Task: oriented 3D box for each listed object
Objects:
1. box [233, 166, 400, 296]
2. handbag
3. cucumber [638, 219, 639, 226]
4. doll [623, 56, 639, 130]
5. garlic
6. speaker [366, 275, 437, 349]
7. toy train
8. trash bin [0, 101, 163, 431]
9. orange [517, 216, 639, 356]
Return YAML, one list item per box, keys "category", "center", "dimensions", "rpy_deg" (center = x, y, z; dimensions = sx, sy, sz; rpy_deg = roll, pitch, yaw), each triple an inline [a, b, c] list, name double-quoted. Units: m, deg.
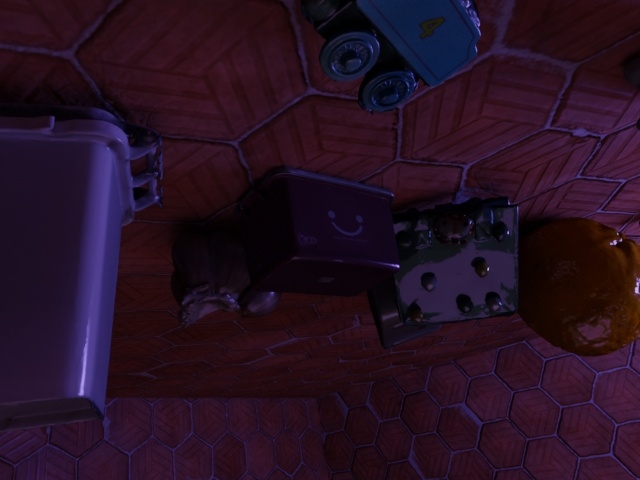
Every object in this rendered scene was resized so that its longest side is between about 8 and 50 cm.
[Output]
- category: "box"
  center: [0.000, 0.000, 0.910]
  dimensions: [0.294, 0.167, 0.193]
  rpy_deg: [8, 152, -34]
- category: "handbag"
  center: [0.278, 0.057, 1.035]
  dimensions: [0.268, 0.100, 0.274]
  rpy_deg: [-6, 117, 8]
- category: "cucumber"
  center: [0.903, -0.091, 1.206]
  dimensions: [0.044, 0.043, 0.257]
  rpy_deg: [-5, 155, -23]
- category: "doll"
  center: [0.565, -0.211, 0.731]
  dimensions: [0.275, 0.113, 0.155]
  rpy_deg: [9, 146, -34]
- category: "garlic"
  center: [-0.185, 0.058, 0.957]
  dimensions: [0.214, 0.191, 0.160]
  rpy_deg: [-5, 128, -12]
- category: "speaker"
  center: [0.232, 0.165, 1.347]
  dimensions: [0.184, 0.183, 0.406]
  rpy_deg: [-17, 156, 1]
- category: "toy train"
  center: [0.075, -0.230, 0.520]
  dimensions: [0.154, 0.107, 0.198]
  rpy_deg: [-33, 147, 27]
- category: "trash bin"
  center: [-0.340, 0.033, 0.604]
  dimensions: [0.296, 0.368, 0.256]
  rpy_deg: [-1, 153, -20]
- category: "orange"
  center: [0.621, 0.097, 1.171]
  dimensions: [0.340, 0.340, 0.293]
  rpy_deg: [8, 127, -34]
